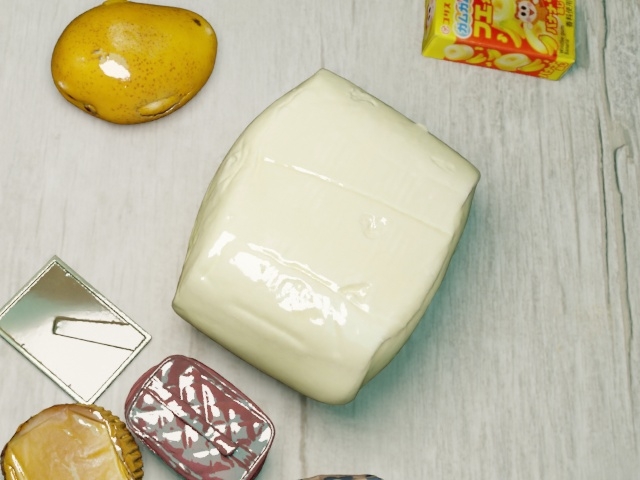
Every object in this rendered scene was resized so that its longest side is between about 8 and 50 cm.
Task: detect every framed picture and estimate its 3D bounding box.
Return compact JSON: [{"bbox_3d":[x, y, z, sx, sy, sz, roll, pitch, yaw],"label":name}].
[{"bbox_3d":[-0.383,0.139,1.444,0.203,0.015,0.150,39,68,2],"label":"framed picture"}]

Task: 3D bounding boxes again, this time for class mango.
[{"bbox_3d":[-0.289,-0.291,1.535,0.290,0.160,0.191,-26,74,-29],"label":"mango"}]

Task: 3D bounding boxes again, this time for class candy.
[{"bbox_3d":[0.331,-0.397,1.745,0.276,0.088,0.146,10,72,-9],"label":"candy"}]

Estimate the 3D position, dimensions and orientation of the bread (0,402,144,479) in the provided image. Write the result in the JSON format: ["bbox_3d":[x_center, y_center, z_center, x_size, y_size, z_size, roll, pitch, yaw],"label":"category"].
[{"bbox_3d":[-0.347,0.327,1.333,0.199,0.104,0.199,0,84,4],"label":"bread"}]

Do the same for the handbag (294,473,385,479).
[{"bbox_3d":[0.002,0.462,1.349,0.193,0.190,0.252,3,76,-1],"label":"handbag"}]

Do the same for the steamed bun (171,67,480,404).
[{"bbox_3d":[0.000,0.000,1.437,0.371,0.290,0.456,32,66,4],"label":"steamed bun"}]

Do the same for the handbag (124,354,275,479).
[{"bbox_3d":[-0.179,0.273,1.387,0.225,0.135,0.146,40,73,0],"label":"handbag"}]
